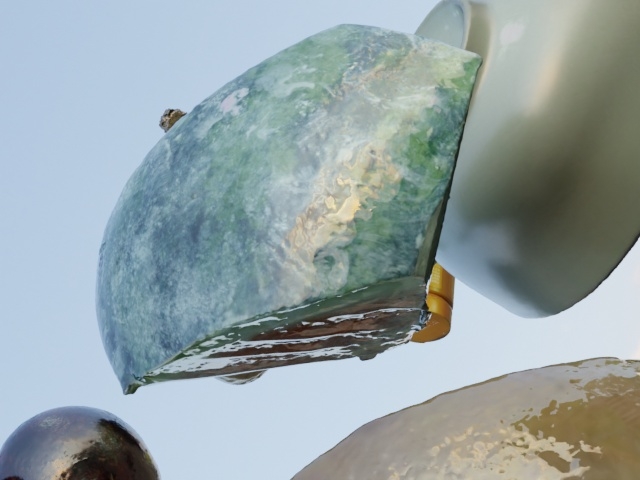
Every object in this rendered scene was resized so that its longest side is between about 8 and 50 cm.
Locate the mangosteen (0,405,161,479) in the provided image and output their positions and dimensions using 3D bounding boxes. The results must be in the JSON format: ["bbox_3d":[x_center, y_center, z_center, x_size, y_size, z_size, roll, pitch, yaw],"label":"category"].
[{"bbox_3d":[-0.380,0.387,1.848,0.288,0.288,0.288,-37,-43,-45],"label":"mangosteen"}]

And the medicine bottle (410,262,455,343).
[{"bbox_3d":[0.164,0.055,1.921,0.096,0.096,0.192,67,-155,-51],"label":"medicine bottle"}]

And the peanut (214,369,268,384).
[{"bbox_3d":[-0.195,0.161,2.016,0.298,0.136,0.120,28,-109,-37],"label":"peanut"}]

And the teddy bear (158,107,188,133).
[{"bbox_3d":[-0.161,-0.068,1.451,0.160,0.078,0.119,-70,-20,4],"label":"teddy bear"}]

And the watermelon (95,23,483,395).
[{"bbox_3d":[0.000,0.000,0.999,0.258,0.387,0.228,27,-140,-49],"label":"watermelon"}]

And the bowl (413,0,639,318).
[{"bbox_3d":[0.175,-0.120,1.172,0.185,0.354,0.354,20,-91,-17],"label":"bowl"}]

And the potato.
[{"bbox_3d":[0.117,0.168,0.597,0.264,0.211,0.189,15,-68,-20],"label":"potato"}]
